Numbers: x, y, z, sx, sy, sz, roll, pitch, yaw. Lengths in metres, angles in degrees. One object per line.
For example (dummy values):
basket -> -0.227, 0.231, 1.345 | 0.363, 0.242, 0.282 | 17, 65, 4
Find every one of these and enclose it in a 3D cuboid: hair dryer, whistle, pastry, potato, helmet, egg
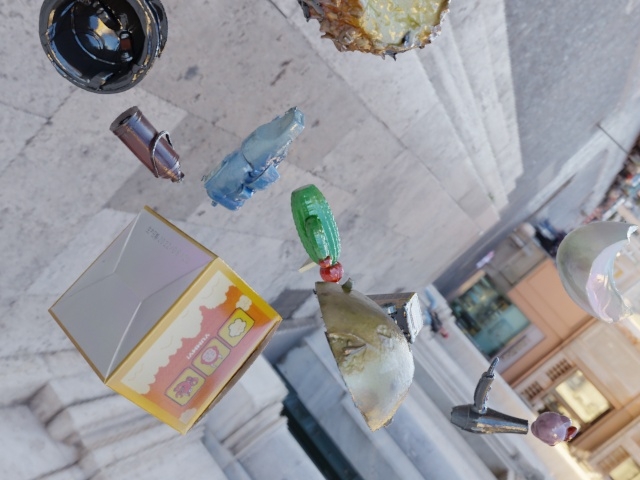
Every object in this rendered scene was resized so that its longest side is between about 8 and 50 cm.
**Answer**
hair dryer -> 0.513, 0.463, 2.009 | 0.091, 0.236, 0.271 | -67, 162, -60
whistle -> -0.121, -0.143, 1.258 | 0.269, 0.093, 0.180 | -36, -150, 31
pastry -> 0.068, -0.543, 1.303 | 0.292, 0.337, 0.405 | -39, 138, 3
potato -> 0.080, 0.167, 1.150 | 0.116, 0.239, 0.299 | -29, -154, 5
helmet -> -0.423, -0.440, 1.392 | 0.279, 0.230, 0.160 | -32, -156, 21
egg -> 0.702, 0.067, 1.788 | 0.162, 0.271, 0.206 | 10, -177, -28

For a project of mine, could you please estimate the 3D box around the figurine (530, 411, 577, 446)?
figurine -> 0.486, 0.394, 1.432 | 0.083, 0.071, 0.067 | -40, -172, 25

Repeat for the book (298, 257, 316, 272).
book -> -0.001, 0.036, 1.672 | 0.077, 0.014, 0.111 | -28, -168, 36

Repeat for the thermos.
thermos -> -0.448, -0.238, 1.815 | 0.124, 0.232, 0.099 | -7, -135, 36

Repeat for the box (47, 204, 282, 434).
box -> -0.268, 0.131, 1.183 | 0.259, 0.283, 0.214 | -50, 131, -10

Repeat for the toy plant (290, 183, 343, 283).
toy plant -> -0.003, -0.008, 1.505 | 0.088, 0.240, 0.154 | -16, 167, 4

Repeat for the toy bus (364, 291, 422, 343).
toy bus -> 0.120, 0.175, 1.547 | 0.201, 0.098, 0.114 | -6, -164, 28
